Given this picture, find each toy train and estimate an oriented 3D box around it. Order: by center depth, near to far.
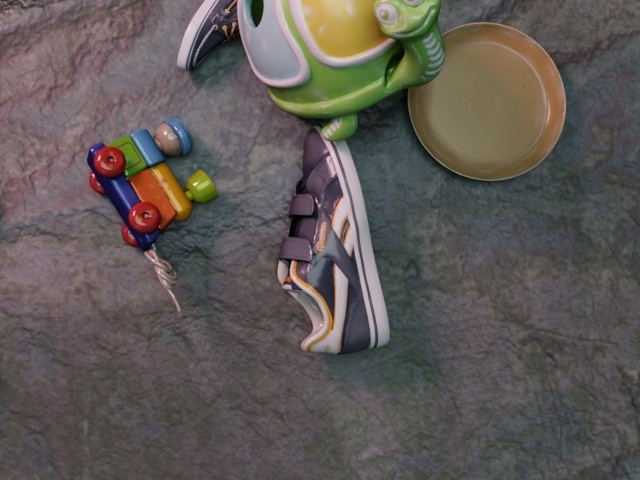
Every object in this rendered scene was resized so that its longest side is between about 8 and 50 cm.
[{"bbox_3d":[-0.201,-0.042,1.265,0.143,0.105,0.248,-32,88,-22],"label":"toy train"}]

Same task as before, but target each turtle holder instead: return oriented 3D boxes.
[{"bbox_3d":[0.017,-0.274,1.186,0.243,0.320,0.227,-28,125,7],"label":"turtle holder"}]

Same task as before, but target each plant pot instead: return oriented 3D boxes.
[{"bbox_3d":[0.242,-0.202,1.357,0.237,0.032,0.236,1,84,-5],"label":"plant pot"}]

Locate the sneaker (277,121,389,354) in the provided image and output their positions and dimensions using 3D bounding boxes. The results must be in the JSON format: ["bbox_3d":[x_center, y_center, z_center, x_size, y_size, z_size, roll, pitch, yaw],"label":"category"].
[{"bbox_3d":[0.000,0.000,1.263,0.128,0.126,0.320,-12,86,-11],"label":"sneaker"}]

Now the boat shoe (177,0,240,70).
[{"bbox_3d":[-0.129,-0.308,1.309,0.083,0.065,0.183,28,80,1],"label":"boat shoe"}]
